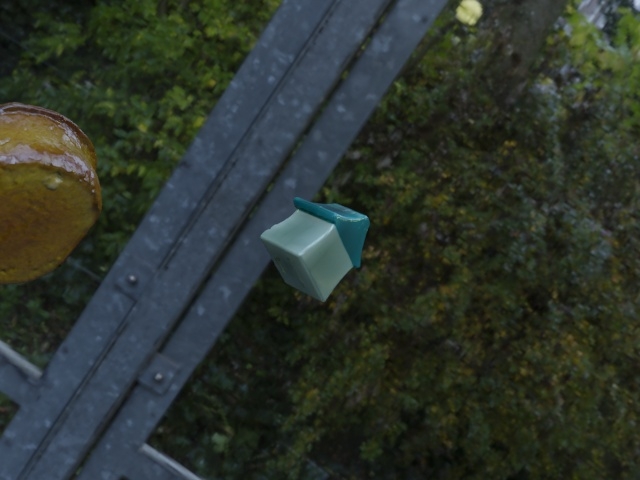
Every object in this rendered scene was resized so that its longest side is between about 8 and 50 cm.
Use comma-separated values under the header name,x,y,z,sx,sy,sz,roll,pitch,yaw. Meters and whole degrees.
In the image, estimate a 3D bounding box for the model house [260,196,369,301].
name,x,y,z,sx,sy,sz,roll,pitch,yaw
model house,0.000,0.000,1.260,0.100,0.149,0.127,27,-27,42

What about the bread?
name,x,y,z,sx,sy,sz,roll,pitch,yaw
bread,-0.501,-0.073,1.248,0.312,0.312,0.172,25,22,-49
